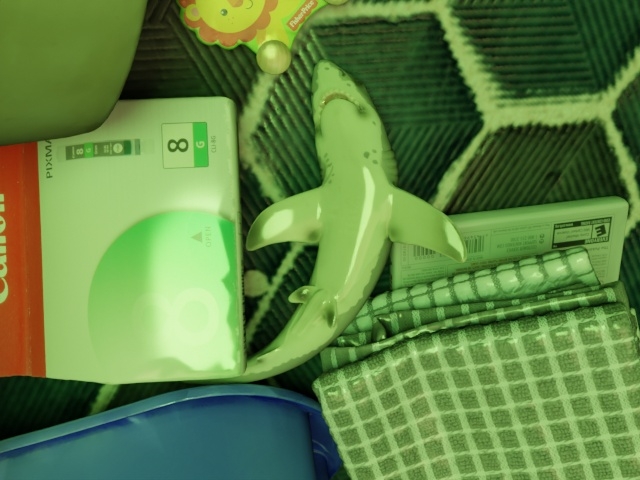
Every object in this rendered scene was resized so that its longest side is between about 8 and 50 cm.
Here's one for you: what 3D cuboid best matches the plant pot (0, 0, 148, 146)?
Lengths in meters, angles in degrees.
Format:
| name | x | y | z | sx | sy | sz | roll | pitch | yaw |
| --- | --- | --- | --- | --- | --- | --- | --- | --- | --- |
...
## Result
| name | x | y | z | sx | sy | sz | roll | pitch | yaw |
| --- | --- | --- | --- | --- | --- | --- | --- | --- | --- |
| plant pot | -0.236 | -0.159 | 0.329 | 0.280 | 0.323 | 0.323 | 4 | 114 | -31 |

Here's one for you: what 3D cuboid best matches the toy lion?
| name | x | y | z | sx | sy | sz | roll | pitch | yaw |
| --- | --- | --- | --- | --- | --- | --- | --- | --- | --- |
| toy lion | -0.042 | -0.167 | 0.489 | 0.096 | 0.034 | 0.100 | 41 | 101 | -16 |

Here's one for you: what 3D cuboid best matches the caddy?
| name | x | y | z | sx | sy | sz | roll | pitch | yaw |
| --- | --- | --- | --- | --- | --- | --- | --- | --- | --- |
| caddy | -0.137 | 0.226 | 0.568 | 0.341 | 0.179 | 0.241 | -16 | 138 | -3 |

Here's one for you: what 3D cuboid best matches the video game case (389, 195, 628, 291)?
| name | x | y | z | sx | sy | sz | roll | pitch | yaw |
| --- | --- | --- | --- | --- | --- | --- | --- | --- | --- |
| video game case | 0.159 | 0.059 | 0.630 | 0.201 | 0.023 | 0.183 | -7 | 115 | -9 |

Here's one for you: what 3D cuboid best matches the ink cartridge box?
| name | x | y | z | sx | sy | sz | roll | pitch | yaw |
| --- | --- | --- | --- | --- | --- | --- | --- | --- | --- |
| ink cartridge box | -0.163 | 0.002 | 0.479 | 0.224 | 0.056 | 0.181 | -3 | 88 | -4 |

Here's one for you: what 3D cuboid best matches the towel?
| name | x | y | z | sx | sy | sz | roll | pitch | yaw |
| --- | --- | --- | --- | --- | --- | --- | --- | --- | --- |
| towel | 0.139 | 0.165 | 0.559 | 0.235 | 0.121 | 0.284 | -14 | 110 | 20 |

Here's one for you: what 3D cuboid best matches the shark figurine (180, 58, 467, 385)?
| name | x | y | z | sx | sy | sz | roll | pitch | yaw |
| --- | --- | --- | --- | --- | --- | --- | --- | --- | --- |
| shark figurine | 0.001 | 0.029 | 0.550 | 0.166 | 0.116 | 0.278 | 34 | 98 | 12 |
